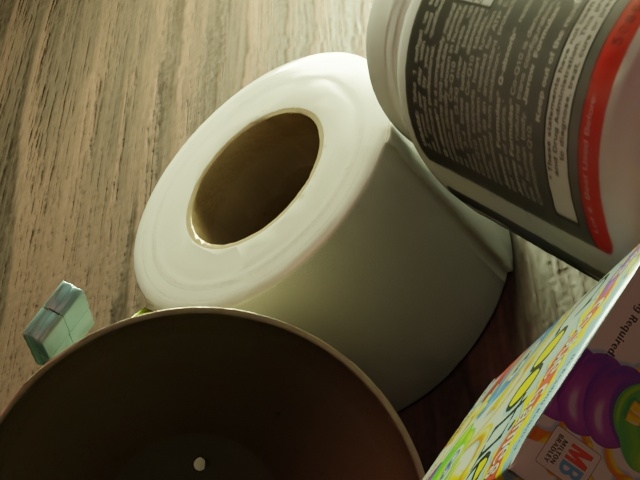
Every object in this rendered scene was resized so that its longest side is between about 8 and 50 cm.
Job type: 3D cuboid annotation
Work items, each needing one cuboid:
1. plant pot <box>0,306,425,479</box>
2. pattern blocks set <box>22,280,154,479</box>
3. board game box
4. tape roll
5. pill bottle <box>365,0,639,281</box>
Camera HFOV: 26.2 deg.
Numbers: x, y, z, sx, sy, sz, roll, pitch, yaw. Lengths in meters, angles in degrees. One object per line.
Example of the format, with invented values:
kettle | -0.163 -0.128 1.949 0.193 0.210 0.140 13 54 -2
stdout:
plant pot | -0.081 0.195 0.901 0.284 0.284 0.191 -54 0 -11
pattern blocks set | -0.191 0.174 0.990 0.026 0.325 0.285 25 73 17
board game box | 0.139 0.121 0.645 0.144 0.142 0.275 -52 -5 -23
tape roll | 0.000 0.000 1.058 0.246 0.169 0.246 -28 38 25
pill bottle | 0.168 -0.091 0.787 0.210 0.210 0.363 -47 26 -2
